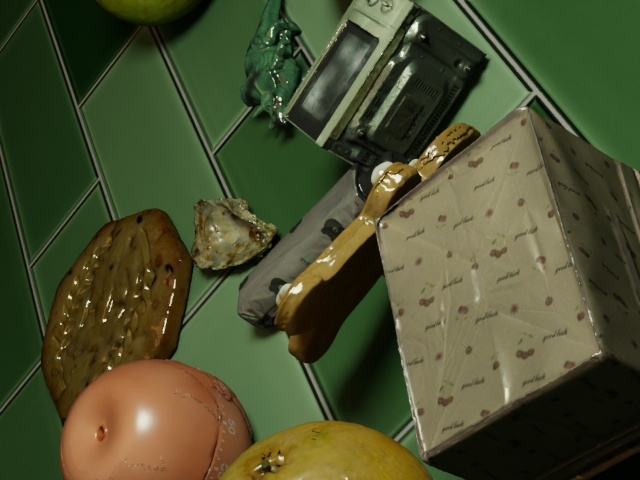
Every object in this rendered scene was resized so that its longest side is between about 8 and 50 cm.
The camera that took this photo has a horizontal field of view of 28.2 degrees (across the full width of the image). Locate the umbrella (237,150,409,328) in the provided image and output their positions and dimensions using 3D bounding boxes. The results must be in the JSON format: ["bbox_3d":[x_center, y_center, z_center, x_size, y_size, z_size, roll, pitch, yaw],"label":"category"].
[{"bbox_3d":[0.000,0.000,1.585,0.337,0.067,0.073,-46,42,38],"label":"umbrella"}]

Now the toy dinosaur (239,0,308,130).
[{"bbox_3d":[-0.058,-0.281,1.855,0.120,0.079,0.291,-22,50,39],"label":"toy dinosaur"}]

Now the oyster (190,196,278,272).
[{"bbox_3d":[-0.124,-0.012,1.790,0.177,0.056,0.105,-14,71,46],"label":"oyster"}]

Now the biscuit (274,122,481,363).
[{"bbox_3d":[0.064,-0.010,1.444,0.047,0.216,0.339,36,75,18],"label":"biscuit"}]

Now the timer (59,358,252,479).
[{"bbox_3d":[-0.202,0.263,1.594,0.230,0.215,0.229,-19,59,36],"label":"timer"}]

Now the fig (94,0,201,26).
[{"bbox_3d":[-0.286,-0.515,2.123,0.258,0.258,0.326,-40,30,27],"label":"fig"}]

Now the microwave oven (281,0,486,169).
[{"bbox_3d":[0.081,-0.189,1.564,0.205,0.163,0.129,-58,37,8],"label":"microwave oven"}]

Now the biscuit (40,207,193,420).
[{"bbox_3d":[-0.321,0.113,1.957,0.359,0.046,0.359,-28,48,37],"label":"biscuit"}]

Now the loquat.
[{"bbox_3d":[0.006,0.312,1.310,0.263,0.263,0.263,-27,50,38],"label":"loquat"}]

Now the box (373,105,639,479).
[{"bbox_3d":[0.209,0.063,1.248,0.225,0.190,0.297,-37,44,32],"label":"box"}]
